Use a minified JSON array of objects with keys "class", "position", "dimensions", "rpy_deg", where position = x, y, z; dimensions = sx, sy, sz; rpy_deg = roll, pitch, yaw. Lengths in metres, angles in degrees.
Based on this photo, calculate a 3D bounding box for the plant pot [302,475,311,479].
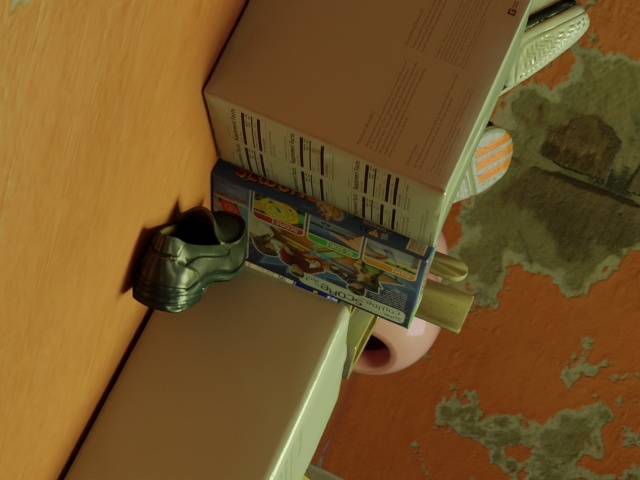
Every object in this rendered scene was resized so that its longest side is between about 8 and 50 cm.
[{"class":"plant pot","position":[-0.111,0.404,1.547],"dimensions":[0.239,0.254,0.254],"rpy_deg":[-56,179,30]}]

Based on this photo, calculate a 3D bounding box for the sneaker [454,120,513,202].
[{"class":"sneaker","position":[0.099,-0.096,1.943],"dimensions":[0.321,0.180,0.124],"rpy_deg":[-24,127,-28]}]

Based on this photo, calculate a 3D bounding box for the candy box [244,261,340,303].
[{"class":"candy box","position":[-0.009,0.018,1.528],"dimensions":[0.317,0.122,0.268],"rpy_deg":[-45,155,-67]}]

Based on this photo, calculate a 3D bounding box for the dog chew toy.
[{"class":"dog chew toy","position":[0.095,0.033,2.041],"dimensions":[0.206,0.207,0.331],"rpy_deg":[103,4,-51]}]

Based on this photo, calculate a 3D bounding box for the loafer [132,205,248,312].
[{"class":"loafer","position":[-0.096,0.002,1.126],"dimensions":[0.170,0.062,0.061],"rpy_deg":[-53,159,-66]}]

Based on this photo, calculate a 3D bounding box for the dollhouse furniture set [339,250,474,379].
[{"class":"dollhouse furniture set","position":[0.091,0.082,1.467],"dimensions":[0.144,0.123,0.151],"rpy_deg":[-58,165,-50]}]

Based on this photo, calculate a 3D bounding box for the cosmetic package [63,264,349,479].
[{"class":"cosmetic package","position":[-0.136,0.260,1.192],"dimensions":[0.230,0.162,0.453],"rpy_deg":[95,19,-64]}]

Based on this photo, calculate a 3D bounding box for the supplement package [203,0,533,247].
[{"class":"supplement package","position":[0.041,-0.134,1.134],"dimensions":[0.149,0.203,0.194],"rpy_deg":[88,26,-73]}]

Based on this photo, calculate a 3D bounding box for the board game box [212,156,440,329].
[{"class":"board game box","position":[0.000,0.000,1.238],"dimensions":[0.136,0.201,0.035],"rpy_deg":[99,16,-61]}]

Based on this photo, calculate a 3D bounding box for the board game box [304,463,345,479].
[{"class":"board game box","position":[-0.057,0.426,1.692],"dimensions":[0.066,0.319,0.318],"rpy_deg":[31,79,-49]}]

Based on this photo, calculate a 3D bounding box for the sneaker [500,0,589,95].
[{"class":"sneaker","position":[0.130,-0.242,1.722],"dimensions":[0.366,0.210,0.137],"rpy_deg":[-34,-179,16]}]
